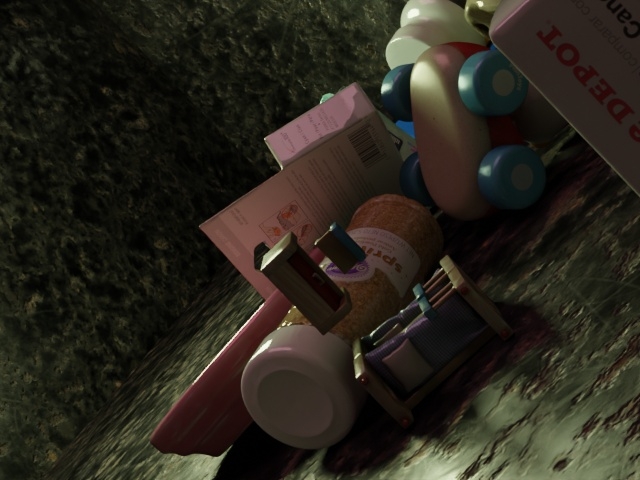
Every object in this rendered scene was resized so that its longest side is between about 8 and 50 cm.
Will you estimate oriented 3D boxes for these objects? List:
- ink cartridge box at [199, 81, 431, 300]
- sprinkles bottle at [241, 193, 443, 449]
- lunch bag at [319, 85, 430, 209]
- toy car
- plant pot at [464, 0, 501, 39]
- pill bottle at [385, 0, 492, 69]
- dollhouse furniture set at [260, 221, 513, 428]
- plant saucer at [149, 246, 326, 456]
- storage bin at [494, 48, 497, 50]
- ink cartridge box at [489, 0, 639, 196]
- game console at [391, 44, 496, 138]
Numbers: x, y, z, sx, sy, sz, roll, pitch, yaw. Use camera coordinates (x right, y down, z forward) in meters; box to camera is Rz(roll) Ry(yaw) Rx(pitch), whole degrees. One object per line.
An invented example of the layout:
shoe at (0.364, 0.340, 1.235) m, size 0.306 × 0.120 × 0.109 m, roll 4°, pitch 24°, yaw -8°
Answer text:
ink cartridge box at (-0.005, -0.043, 1.505) m, size 0.261 × 0.066 × 0.296 m, roll -32°, pitch -33°, yaw 2°
sprinkles bottle at (0.035, 0.076, 1.231) m, size 0.121 × 0.121 × 0.355 m, roll -40°, pitch 8°, yaw 34°
lunch bag at (0.066, -0.119, 1.759) m, size 0.160 × 0.223 × 0.262 m, roll -52°, pitch 8°, yaw -3°
toy car at (0.235, -0.147, 1.355) m, size 0.238 × 0.210 × 0.219 m, roll -16°, pitch 9°, yaw -23°
plant pot at (0.339, -0.421, 1.537) m, size 0.334 × 0.334 × 0.305 m, roll 176°, pitch 109°, yaw -79°
pill bottle at (0.233, -0.387, 1.913) m, size 0.278 × 0.162 × 0.162 m, roll -57°, pitch 12°, yaw -25°
dollhouse furniture set at (0.056, 0.047, 1.014) m, size 0.129 × 0.183 × 0.129 m, roll -43°, pitch 7°, yaw 6°
plant saucer at (-0.074, 0.149, 1.410) m, size 0.332 × 0.084 × 0.332 m, roll -49°, pitch -1°, yaw -1°
storage bin at (0.288, -0.249, 1.835) m, size 0.180 × 0.084 × 0.122 m, roll -44°, pitch 7°, yaw -4°
ink cartridge box at (0.300, -0.170, 0.743) m, size 0.306 × 0.226 × 0.131 m, roll -42°, pitch 6°, yaw 26°
game console at (0.258, -0.218, 2.061) m, size 0.293 × 0.173 × 0.250 m, roll -46°, pitch 38°, yaw -8°
